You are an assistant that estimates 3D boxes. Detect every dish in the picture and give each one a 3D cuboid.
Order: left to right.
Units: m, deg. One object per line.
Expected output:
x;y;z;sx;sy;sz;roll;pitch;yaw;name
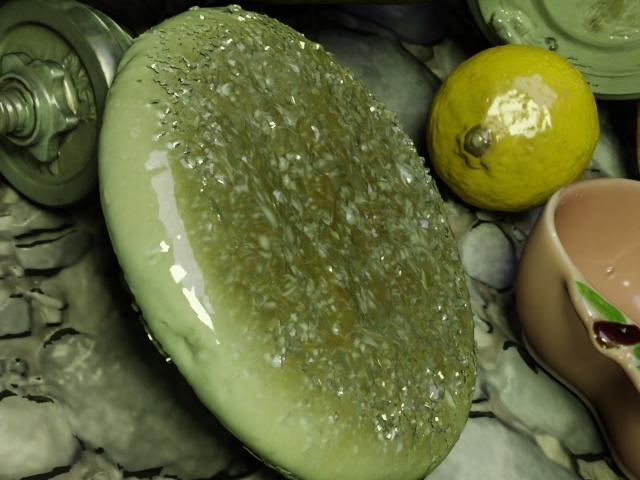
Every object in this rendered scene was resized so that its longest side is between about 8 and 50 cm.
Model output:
0.197;0.066;0.708;0.213;0.090;0.213;20;41;-19;dish

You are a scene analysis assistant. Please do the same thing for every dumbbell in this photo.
-0.084;-0.089;0.674;0.110;0.110;0.254;48;36;16;dumbbell

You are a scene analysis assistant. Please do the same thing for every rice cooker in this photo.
0.218;-0.232;0.849;0.226;0.226;0.244;29;39;-6;rice cooker

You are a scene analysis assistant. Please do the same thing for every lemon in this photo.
0.123;-0.072;0.779;0.109;0.109;0.133;41;26;8;lemon

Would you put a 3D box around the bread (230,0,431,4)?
-0.017;-0.243;0.617;0.376;0.251;0.208;-3;25;-37;bread

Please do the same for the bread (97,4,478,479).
0.000;0.000;0.606;0.267;0.040;0.267;33;43;-37;bread

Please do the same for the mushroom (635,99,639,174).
0.354;-0.111;0.910;0.286;0.151;0.156;-34;99;-42;mushroom
